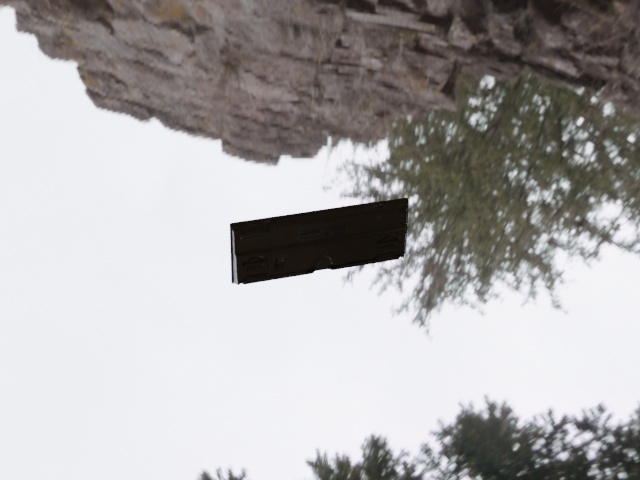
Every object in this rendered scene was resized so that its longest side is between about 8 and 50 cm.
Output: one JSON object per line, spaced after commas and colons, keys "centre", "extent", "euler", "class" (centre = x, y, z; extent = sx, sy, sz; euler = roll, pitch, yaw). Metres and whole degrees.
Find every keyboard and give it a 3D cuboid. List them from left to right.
{"centre": [0.000, 0.000, 0.731], "extent": [0.129, 0.049, 0.015], "euler": [-9, -151, -15], "class": "keyboard"}
